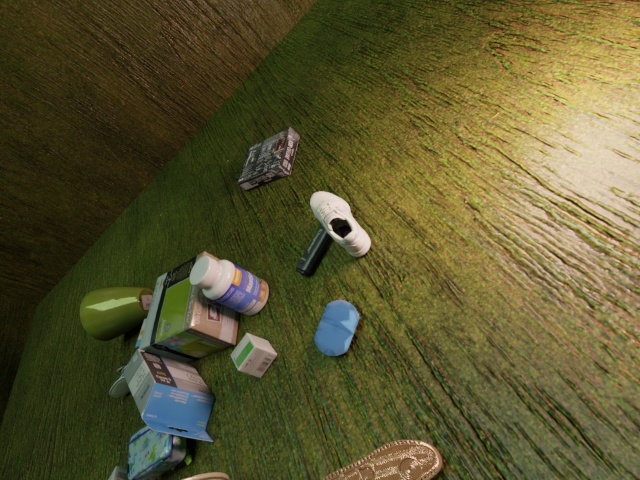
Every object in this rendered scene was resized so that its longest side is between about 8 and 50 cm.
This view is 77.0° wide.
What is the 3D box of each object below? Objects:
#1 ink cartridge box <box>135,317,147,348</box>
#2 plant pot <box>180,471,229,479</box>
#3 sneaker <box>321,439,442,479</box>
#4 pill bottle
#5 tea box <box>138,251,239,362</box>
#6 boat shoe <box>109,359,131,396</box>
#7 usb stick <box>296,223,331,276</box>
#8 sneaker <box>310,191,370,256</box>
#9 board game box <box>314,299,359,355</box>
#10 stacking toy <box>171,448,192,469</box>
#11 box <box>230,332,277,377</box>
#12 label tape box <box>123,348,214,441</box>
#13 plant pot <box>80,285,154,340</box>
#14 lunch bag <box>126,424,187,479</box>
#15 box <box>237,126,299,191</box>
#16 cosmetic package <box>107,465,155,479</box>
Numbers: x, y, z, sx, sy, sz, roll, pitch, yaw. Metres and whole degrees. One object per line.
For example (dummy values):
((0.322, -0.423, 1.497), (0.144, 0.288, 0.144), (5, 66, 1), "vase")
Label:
((-0.803, 0.424, 1.914), (0.104, 0.062, 0.181), (-20, 49, 33), "ink cartridge box")
((-0.346, 0.826, 1.008), (0.334, 0.334, 0.305), (-44, 51, 12), "plant pot")
((0.134, 0.547, 0.897), (0.283, 0.153, 0.099), (-18, 40, -5), "sneaker")
((-0.335, 0.163, 1.481), (0.152, 0.272, 0.152), (-25, 48, 30), "pill bottle")
((-0.506, 0.275, 1.609), (0.324, 0.220, 0.328), (-26, 47, 31), "tea box")
((-0.854, 0.593, 1.816), (0.254, 0.095, 0.079), (-50, 41, 2), "boat shoe")
((0.000, 0.000, 1.451), (0.077, 0.045, 0.277), (21, 79, 49), "usb stick")
((0.051, -0.082, 1.339), (0.114, 0.152, 0.305), (-44, 54, 6), "sneaker")
((0.057, 0.266, 1.215), (0.133, 0.033, 0.168), (12, 76, 43), "board game box")
((-0.547, 0.758, 1.429), (0.167, 0.052, 0.221), (-52, 40, 1), "stacking toy")
((-0.223, 0.384, 1.346), (0.101, 0.102, 0.087), (-54, 37, 1), "box")
((-0.512, 0.533, 1.402), (0.348, 0.249, 0.115), (21, 78, 50), "label tape box")
((-0.983, 0.341, 2.030), (0.294, 0.274, 0.274), (-16, 50, 16), "plant pot")
((-0.565, 0.706, 1.384), (0.219, 0.090, 0.176), (-35, 42, 13), "lunch bag")
((-0.257, -0.392, 1.965), (0.308, 0.077, 0.242), (-14, 53, 37), "box")
((-0.666, 0.896, 1.336), (0.183, 0.152, 0.151), (-61, 19, -8), "cosmetic package")
